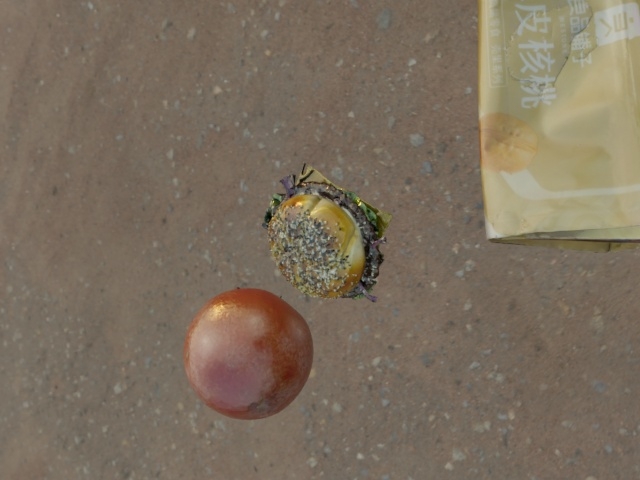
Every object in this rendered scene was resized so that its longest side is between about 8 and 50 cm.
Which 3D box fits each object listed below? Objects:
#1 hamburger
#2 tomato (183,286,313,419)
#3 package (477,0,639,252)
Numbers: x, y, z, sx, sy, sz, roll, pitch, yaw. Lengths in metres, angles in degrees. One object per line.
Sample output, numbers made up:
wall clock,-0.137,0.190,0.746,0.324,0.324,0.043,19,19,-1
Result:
hamburger,-0.003,0.000,0.738,0.189,0.093,0.164,26,126,32
tomato,-0.145,0.238,1.195,0.264,0.264,0.265,4,97,37
package,0.277,-0.152,0.565,0.165,0.221,0.312,-14,72,60
